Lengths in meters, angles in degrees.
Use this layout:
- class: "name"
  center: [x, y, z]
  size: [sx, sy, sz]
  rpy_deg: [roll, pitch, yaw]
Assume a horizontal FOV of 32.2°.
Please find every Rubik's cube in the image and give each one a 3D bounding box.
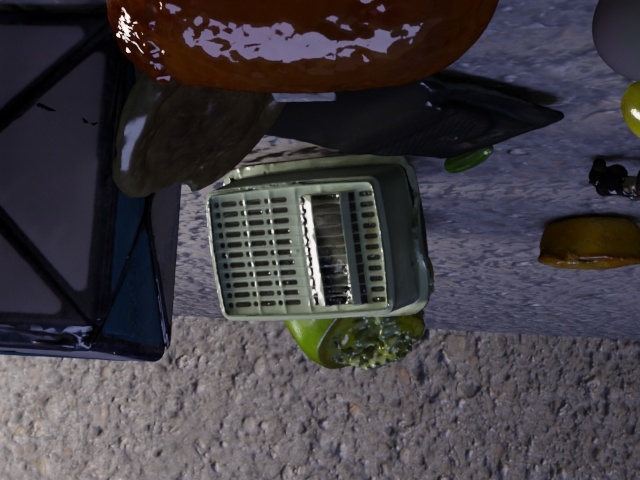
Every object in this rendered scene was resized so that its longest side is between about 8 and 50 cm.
- class: "Rubik's cube"
  center: [-0.308, -0.033, 1.098]
  size: [0.310, 0.305, 0.307]
  rpy_deg: [0, 169, 4]

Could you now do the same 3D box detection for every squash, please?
- class: "squash"
  center: [0.191, -0.105, 1.418]
  size: [0.027, 0.027, 0.089]
  rpy_deg: [8, 166, -32]

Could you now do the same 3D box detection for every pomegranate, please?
- class: "pomegranate"
  center: [0.054, 0.062, 1.785]
  size: [0.261, 0.260, 0.340]
  rpy_deg: [-1, 138, 10]

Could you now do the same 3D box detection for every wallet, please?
- class: "wallet"
  center: [0.074, -0.138, 1.235]
  size: [0.323, 0.041, 0.247]
  rpy_deg: [10, 164, -30]

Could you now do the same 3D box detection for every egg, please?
- class: "egg"
  center: [0.271, -0.174, 0.864]
  size: [0.103, 0.103, 0.135]
  rpy_deg: [6, 170, -23]

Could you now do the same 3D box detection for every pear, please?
- class: "pear"
  center: [0.354, -0.135, 1.120]
  size: [0.097, 0.092, 0.092]
  rpy_deg: [16, 170, 6]

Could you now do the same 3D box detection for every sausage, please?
- class: "sausage"
  center: [-0.010, -0.176, 0.745]
  size: [0.268, 0.153, 0.141]
  rpy_deg: [0, 163, -1]

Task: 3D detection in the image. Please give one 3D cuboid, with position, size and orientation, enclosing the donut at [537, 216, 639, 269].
- class: "donut"
  center: [0.450, 0.005, 1.841]
  size: [0.174, 0.074, 0.190]
  rpy_deg: [0, 173, -4]

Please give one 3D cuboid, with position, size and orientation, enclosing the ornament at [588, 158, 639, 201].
- class: "ornament"
  center: [0.442, -0.050, 1.427]
  size: [0.196, 0.153, 0.166]
  rpy_deg: [8, 170, 14]

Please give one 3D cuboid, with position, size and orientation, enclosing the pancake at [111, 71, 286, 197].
- class: "pancake"
  center: [-0.090, -0.119, 0.968]
  size: [0.042, 0.222, 0.236]
  rpy_deg: [42, -176, 18]

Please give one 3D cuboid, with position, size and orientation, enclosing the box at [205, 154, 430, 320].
- class: "box"
  center: [0.000, 0.000, 1.480]
  size: [0.291, 0.220, 0.166]
  rpy_deg: [-4, -170, 24]

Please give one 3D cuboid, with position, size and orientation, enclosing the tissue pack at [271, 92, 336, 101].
- class: "tissue pack"
  center: [-0.027, -0.173, 0.870]
  size: [0.079, 0.111, 0.085]
  rpy_deg: [0, 168, 10]
